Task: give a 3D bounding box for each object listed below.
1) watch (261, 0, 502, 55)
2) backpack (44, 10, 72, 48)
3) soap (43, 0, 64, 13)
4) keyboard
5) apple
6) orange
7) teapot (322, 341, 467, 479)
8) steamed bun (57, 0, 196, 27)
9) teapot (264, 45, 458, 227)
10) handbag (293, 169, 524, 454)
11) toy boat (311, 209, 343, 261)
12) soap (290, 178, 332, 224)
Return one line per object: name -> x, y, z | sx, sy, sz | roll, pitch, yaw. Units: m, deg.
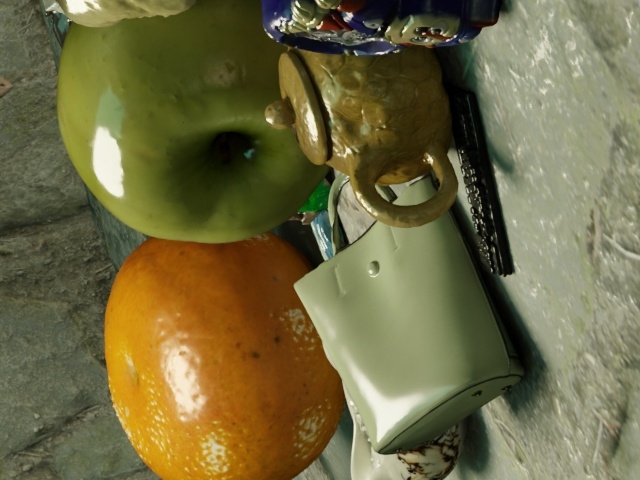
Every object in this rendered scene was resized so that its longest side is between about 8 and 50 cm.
watch -> 0.033, -0.269, 1.304 | 0.171, 0.196, 0.200 | 168, 104, -66
backpack -> -0.274, -0.227, 2.323 | 0.445, 0.255, 0.363 | 60, 169, 22
soap -> -0.253, -0.458, 2.092 | 0.159, 0.258, 0.302 | 26, -125, -46
keyboard -> 0.152, -0.058, 1.444 | 0.060, 0.018, 0.195 | -138, 32, -66
apple -> -0.142, -0.181, 1.714 | 0.357, 0.357, 0.357 | 160, 90, -76
orange -> -0.132, 0.172, 2.183 | 0.424, 0.326, 0.424 | 24, 119, 54
teapot -> 0.081, 0.187, 1.778 | 0.208, 0.166, 0.299 | -111, -1, -56
steamed bun -> -0.130, -0.370, 1.445 | 0.372, 0.230, 0.324 | -78, 9, -67
teapot -> 0.029, -0.136, 1.460 | 0.203, 0.167, 0.311 | 88, 160, -61
handbag -> 0.073, 0.057, 1.587 | 0.241, 0.109, 0.315 | -40, 68, 37
toy boat -> 0.005, 0.007, 2.028 | 0.149, 0.034, 0.105 | 101, 148, -63
soap -> -0.120, -0.107, 2.014 | 0.273, 0.218, 0.098 | -129, 39, -62
